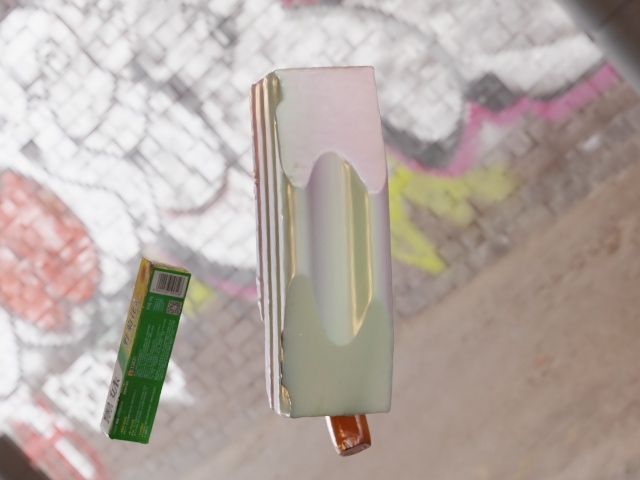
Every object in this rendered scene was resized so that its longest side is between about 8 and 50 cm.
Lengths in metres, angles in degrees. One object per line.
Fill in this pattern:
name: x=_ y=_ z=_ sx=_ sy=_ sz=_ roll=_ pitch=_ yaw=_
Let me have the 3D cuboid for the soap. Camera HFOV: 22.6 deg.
soap: x=0.000 y=0.000 z=1.509 sx=0.109 sy=0.323 sz=0.193 roll=-1 pitch=-1 yaw=-9

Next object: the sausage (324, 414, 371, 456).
sausage: x=0.018 y=0.152 z=1.626 sx=0.041 sy=0.131 sz=0.039 roll=-15 pitch=-14 yaw=3

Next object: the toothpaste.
toothpaste: x=-0.171 y=0.107 z=1.559 sx=0.037 sy=0.043 sz=0.178 roll=29 pitch=106 yaw=62
